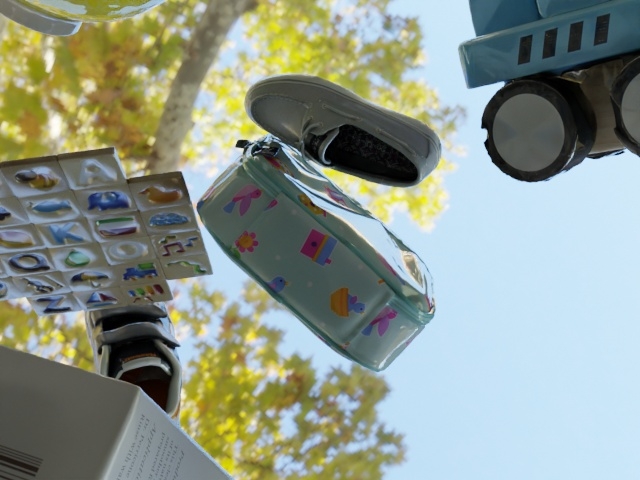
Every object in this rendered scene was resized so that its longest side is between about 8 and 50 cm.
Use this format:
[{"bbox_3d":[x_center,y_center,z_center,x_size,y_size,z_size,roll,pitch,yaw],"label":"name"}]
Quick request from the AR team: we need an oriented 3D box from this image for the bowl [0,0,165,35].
[{"bbox_3d":[-0.282,-0.315,1.175,0.289,0.156,0.289,25,-153,-14],"label":"bowl"}]

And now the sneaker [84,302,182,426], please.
[{"bbox_3d":[-0.257,0.152,1.540,0.126,0.127,0.321,-12,-122,-14],"label":"sneaker"}]

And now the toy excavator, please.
[{"bbox_3d":[0.230,-0.293,1.168,0.222,0.433,0.445,-17,-82,-50],"label":"toy excavator"}]

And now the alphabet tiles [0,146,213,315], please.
[{"bbox_3d":[-0.275,0.001,1.221,0.285,0.342,0.011,-7,-118,0],"label":"alphabet tiles"}]

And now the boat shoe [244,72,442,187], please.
[{"bbox_3d":[0.016,-0.116,1.182,0.227,0.079,0.081,19,-147,11],"label":"boat shoe"}]

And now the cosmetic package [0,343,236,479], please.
[{"bbox_3d":[-0.167,0.246,0.809,0.156,0.385,0.217,14,-115,20],"label":"cosmetic package"}]

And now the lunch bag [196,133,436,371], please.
[{"bbox_3d":[0.000,0.000,1.207,0.279,0.108,0.224,42,-164,-5],"label":"lunch bag"}]
